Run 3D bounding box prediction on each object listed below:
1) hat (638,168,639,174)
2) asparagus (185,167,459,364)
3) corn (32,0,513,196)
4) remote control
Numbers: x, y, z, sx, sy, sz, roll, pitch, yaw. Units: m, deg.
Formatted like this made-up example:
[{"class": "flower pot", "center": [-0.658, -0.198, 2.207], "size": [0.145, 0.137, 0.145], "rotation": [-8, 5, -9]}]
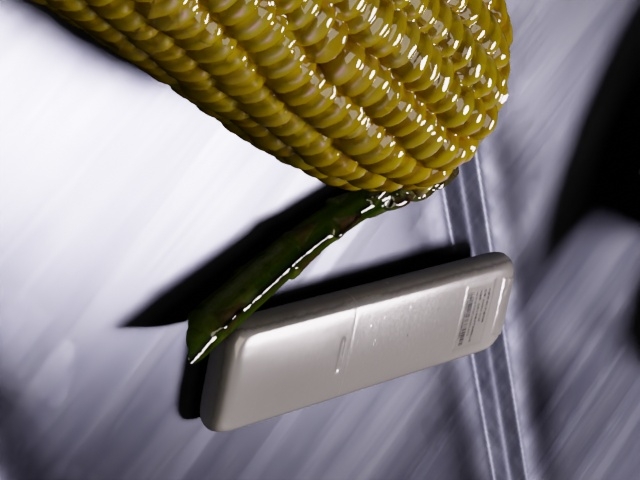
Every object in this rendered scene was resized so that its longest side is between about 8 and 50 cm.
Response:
[{"class": "hat", "center": [0.322, -0.032, 1.317], "size": [0.257, 0.130, 0.257], "rotation": [-4, 103, -16]}, {"class": "asparagus", "center": [0.001, 0.001, 1.013], "size": [0.236, 0.027, 0.034], "rotation": [-35, 117, -37]}, {"class": "corn", "center": [-0.034, -0.125, 0.786], "size": [0.387, 0.144, 0.144], "rotation": [34, 83, -54]}, {"class": "remote control", "center": [0.026, 0.054, 1.088], "size": [0.261, 0.029, 0.067], "rotation": [-13, 122, -47]}]
